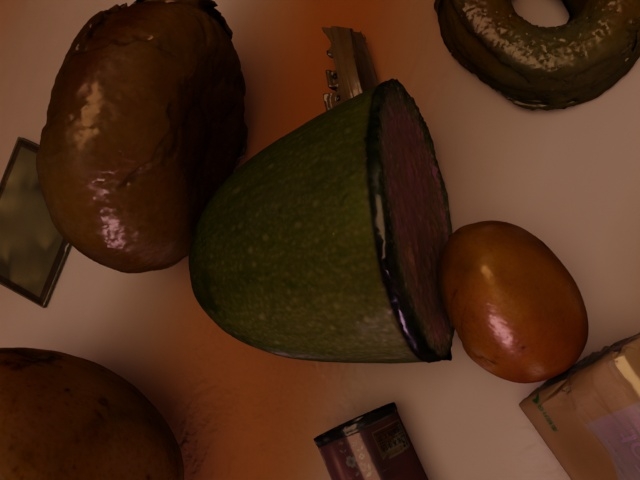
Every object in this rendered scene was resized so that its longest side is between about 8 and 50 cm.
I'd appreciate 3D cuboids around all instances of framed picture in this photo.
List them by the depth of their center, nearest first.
[{"bbox_3d":[-0.456,-0.031,1.071,0.173,0.010,0.231,25,93,19],"label":"framed picture"}]

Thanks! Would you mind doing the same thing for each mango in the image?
[{"bbox_3d":[0.201,0.062,0.716,0.138,0.257,0.187,-20,79,15],"label":"mango"}]

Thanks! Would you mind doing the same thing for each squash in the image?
[{"bbox_3d":[-0.025,-0.002,0.781,0.309,0.310,0.310,-8,82,22],"label":"squash"}]

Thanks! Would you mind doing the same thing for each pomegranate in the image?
[{"bbox_3d":[-0.371,0.324,0.815,0.417,0.417,0.416,-2,84,18],"label":"pomegranate"}]

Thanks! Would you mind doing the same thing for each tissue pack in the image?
[{"bbox_3d":[0.338,0.222,0.707,0.222,0.090,0.186,59,147,15],"label":"tissue pack"}]

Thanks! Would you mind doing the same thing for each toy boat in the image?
[{"bbox_3d":[0.041,-0.187,0.899,0.072,0.064,0.206,-18,80,33],"label":"toy boat"}]

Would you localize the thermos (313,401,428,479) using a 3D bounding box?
[{"bbox_3d":[0.095,0.373,0.800,0.136,0.109,0.330,-27,77,14],"label":"thermos"}]

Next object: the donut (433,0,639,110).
[{"bbox_3d":[0.267,-0.295,0.811,0.272,0.107,0.271,-1,87,17],"label":"donut"}]

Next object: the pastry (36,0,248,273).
[{"bbox_3d":[-0.203,-0.127,0.840,0.164,0.356,0.355,15,90,9],"label":"pastry"}]
